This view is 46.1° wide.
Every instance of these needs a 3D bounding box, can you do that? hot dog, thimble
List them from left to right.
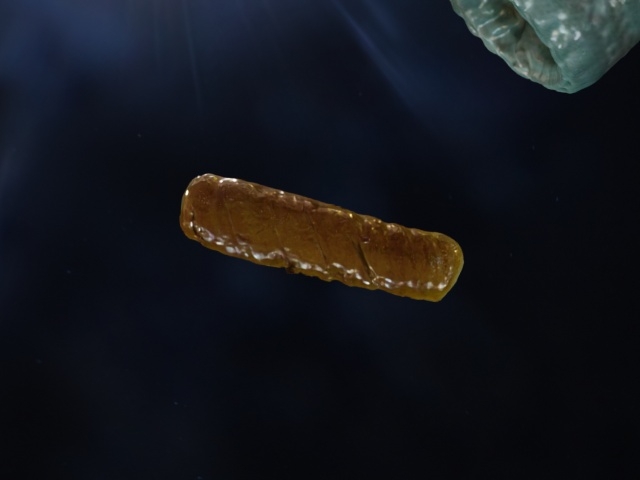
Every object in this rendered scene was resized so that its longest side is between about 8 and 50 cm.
[{"bbox_3d":[0.000,-0.002,0.741,0.286,0.061,0.087,10,-81,1],"label":"hot dog"},{"bbox_3d":[0.220,-0.243,0.706,0.143,0.235,0.198,-47,-108,9],"label":"thimble"}]
